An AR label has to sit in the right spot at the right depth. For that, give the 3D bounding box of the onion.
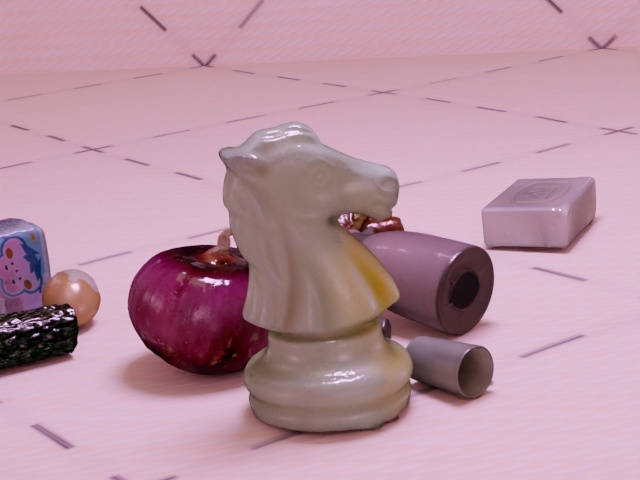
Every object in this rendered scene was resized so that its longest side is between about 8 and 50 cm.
[{"bbox_3d":[-0.124,0.069,1.612,0.177,0.153,0.177,-16,12,4],"label":"onion"}]

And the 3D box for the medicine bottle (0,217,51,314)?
[{"bbox_3d":[-0.435,0.047,1.811,0.188,0.119,0.094,-15,19,-35],"label":"medicine bottle"}]

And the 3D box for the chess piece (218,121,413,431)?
[{"bbox_3d":[-0.002,0.028,1.450,0.176,0.298,0.176,-6,15,2],"label":"chess piece"}]

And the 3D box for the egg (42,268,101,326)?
[{"bbox_3d":[-0.302,0.072,1.782,0.071,0.071,0.083,-9,20,-18],"label":"egg"}]

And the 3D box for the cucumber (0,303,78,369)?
[{"bbox_3d":[-0.409,0.128,1.622,0.294,0.067,0.067,-14,19,-31],"label":"cucumber"}]

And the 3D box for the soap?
[{"bbox_3d":[0.308,-0.038,2.040,0.121,0.063,0.183,0,15,24],"label":"soap"}]

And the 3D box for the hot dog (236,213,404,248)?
[{"bbox_3d":[0.000,0.000,1.843,0.213,0.146,0.103,-9,-11,-2],"label":"hot dog"}]

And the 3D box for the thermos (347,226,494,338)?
[{"bbox_3d":[0.086,0.048,1.709,0.193,0.105,0.137,17,64,39],"label":"thermos"}]

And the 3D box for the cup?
[{"bbox_3d":[0.138,0.125,1.513,0.075,0.054,0.083,-18,19,-38],"label":"cup"}]
